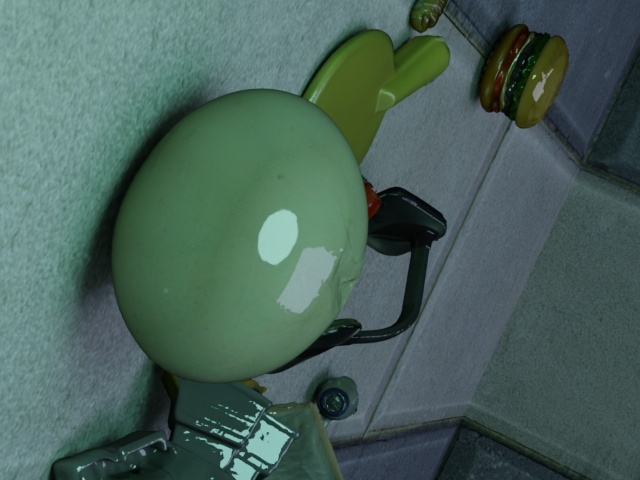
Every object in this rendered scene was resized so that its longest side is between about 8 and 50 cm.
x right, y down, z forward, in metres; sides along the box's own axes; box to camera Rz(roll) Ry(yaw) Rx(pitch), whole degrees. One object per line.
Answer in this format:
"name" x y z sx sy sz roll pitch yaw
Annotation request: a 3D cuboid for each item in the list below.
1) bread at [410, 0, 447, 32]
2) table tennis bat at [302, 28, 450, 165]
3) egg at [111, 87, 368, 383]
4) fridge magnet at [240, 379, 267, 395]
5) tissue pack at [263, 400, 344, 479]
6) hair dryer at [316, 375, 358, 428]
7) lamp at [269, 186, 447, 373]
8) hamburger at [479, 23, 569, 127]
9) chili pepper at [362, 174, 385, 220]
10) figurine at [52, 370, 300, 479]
"bread" 0.140 -0.296 1.990 0.088 0.033 0.049 -61 170 -14
"table tennis bat" 0.052 -0.164 1.887 0.368 0.054 0.224 -39 150 -48
"egg" -0.069 -0.003 1.418 0.269 0.219 0.219 -59 164 -5
"fridge magnet" -0.112 0.211 1.893 0.143 0.063 0.143 15 90 -69
"tissue pack" -0.097 0.386 2.033 0.238 0.238 0.305 -50 159 -42
"hair dryer" -0.001 0.282 2.417 0.199 0.067 0.167 -58 173 17
"lamp" 0.035 0.071 2.042 0.203 0.124 0.283 -22 -149 41
"hamburger" 0.311 -0.253 2.459 0.162 0.115 0.162 -58 166 -24
"chili pepper" -0.003 -0.001 1.954 0.169 0.065 0.088 -49 -174 -25
"figurine" -0.154 0.282 1.682 0.342 0.167 0.285 40 68 -29
